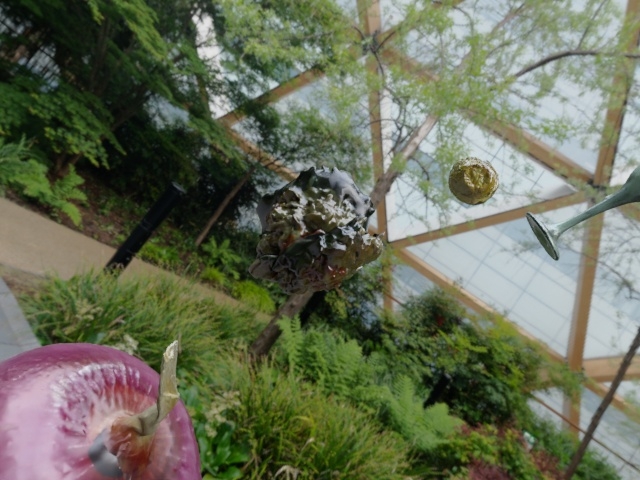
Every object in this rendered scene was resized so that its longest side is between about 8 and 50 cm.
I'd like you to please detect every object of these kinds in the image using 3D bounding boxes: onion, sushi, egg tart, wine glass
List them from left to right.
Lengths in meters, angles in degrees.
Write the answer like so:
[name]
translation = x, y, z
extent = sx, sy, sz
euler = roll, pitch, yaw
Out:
[onion]
translation = -0.300, 0.306, 0.510
extent = 0.344, 0.358, 0.358
euler = -10, -31, 31
[sushi]
translation = 0.001, 0.004, 0.750
extent = 0.225, 0.238, 0.219
euler = 17, 35, -28
[egg tart]
translation = 0.390, -0.153, 1.031
extent = 0.128, 0.129, 0.049
euler = 36, 2, 7
[wine glass]
translation = 0.478, -0.084, 0.583
extent = 0.096, 0.309, 0.264
euler = 64, 18, 12
